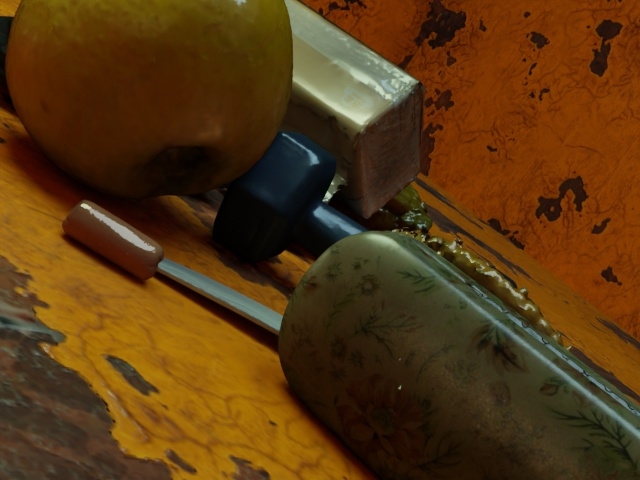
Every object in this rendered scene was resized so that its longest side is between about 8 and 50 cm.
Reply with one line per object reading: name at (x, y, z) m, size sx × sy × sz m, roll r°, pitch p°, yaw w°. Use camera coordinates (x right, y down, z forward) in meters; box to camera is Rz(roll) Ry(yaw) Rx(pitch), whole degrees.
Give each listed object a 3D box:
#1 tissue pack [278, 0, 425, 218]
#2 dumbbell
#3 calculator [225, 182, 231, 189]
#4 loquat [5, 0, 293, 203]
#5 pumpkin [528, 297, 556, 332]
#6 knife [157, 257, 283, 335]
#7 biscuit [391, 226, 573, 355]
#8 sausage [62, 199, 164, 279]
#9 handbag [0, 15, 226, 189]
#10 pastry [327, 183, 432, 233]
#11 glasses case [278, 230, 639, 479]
tissue pack at (-0.028, -0.182, 1.353) m, size 0.305 × 0.238 × 0.238 m, roll 39°, pitch 12°, yaw 25°
dumbbell at (0.049, 0.022, 0.985) m, size 0.325 × 0.144 × 0.160 m, roll 36°, pitch 9°, yaw 6°
calculator at (-0.002, -0.023, 1.262) m, size 0.166 × 0.028 × 0.274 m, roll 33°, pitch 10°, yaw 40°
loquat at (-0.152, -0.179, 0.882) m, size 0.275 × 0.275 × 0.275 m, roll 33°, pitch 11°, yaw -7°
pumpkin at (0.242, 0.152, 0.992) m, size 0.130 × 0.149 × 0.254 m, roll 28°, pitch 9°, yaw 10°
knife at (-0.032, 0.073, 0.811) m, size 0.336 × 0.043 × 0.081 m, roll 31°, pitch 5°, yaw -4°
biscuit at (0.126, 0.095, 0.799) m, size 0.254 × 0.035 × 0.254 m, roll 38°, pitch -30°, yaw 27°
sausage at (-0.165, 0.000, 0.741) m, size 0.083 × 0.034 × 0.034 m, roll 33°, pitch 11°, yaw -8°
handbag at (-0.251, -0.163, 1.081) m, size 0.332 × 0.075 × 0.191 m, roll 25°, pitch 14°, yaw -35°
pastry at (0.063, -0.082, 1.565) m, size 0.235 × 0.132 × 0.240 m, roll 40°, pitch 17°, yaw -11°
glasses case at (0.141, 0.153, 0.647) m, size 0.425 × 0.156 × 0.098 m, roll 39°, pitch 21°, yaw 26°
